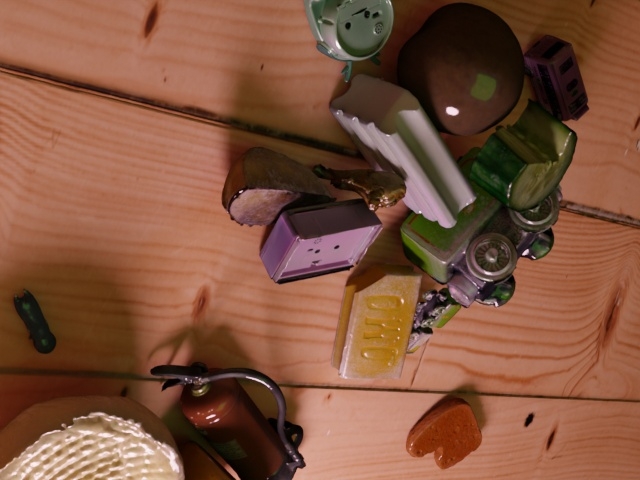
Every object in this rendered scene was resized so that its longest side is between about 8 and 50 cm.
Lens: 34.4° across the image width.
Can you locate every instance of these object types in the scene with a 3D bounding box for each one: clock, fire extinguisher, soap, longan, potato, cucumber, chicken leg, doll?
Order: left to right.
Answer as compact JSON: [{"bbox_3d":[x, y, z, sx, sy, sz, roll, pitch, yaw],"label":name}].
[{"bbox_3d":[-0.459,0.131,1.661,0.037,0.027,0.125,-32,124,-24],"label":"doll"},{"bbox_3d":[-0.141,0.324,1.924,0.200,0.113,0.376,-27,129,7],"label":"fire extinguisher"},{"bbox_3d":[-0.102,-0.095,1.809,0.120,0.100,0.261,-33,160,29],"label":"potato"},{"bbox_3d":[0.001,0.000,1.886,0.193,0.073,0.144,-10,147,-35],"label":"clock"},{"bbox_3d":[0.061,-0.382,1.797,0.159,0.066,0.211,-32,128,-21],"label":"clock"},{"bbox_3d":[0.067,-0.102,1.874,0.093,0.178,0.070,-63,169,-50],"label":"chicken leg"},{"bbox_3d":[0.112,0.162,2.072,0.140,0.073,0.232,3,110,-22],"label":"soap"},{"bbox_3d":[0.156,-0.164,1.902,0.095,0.173,0.289,-48,132,-10],"label":"soap"},{"bbox_3d":[0.254,-0.315,1.881,0.248,0.248,0.248,-17,121,-31],"label":"longan"},{"bbox_3d":[0.363,-0.147,1.904,0.191,0.130,0.191,-37,150,-26],"label":"cucumber"}]

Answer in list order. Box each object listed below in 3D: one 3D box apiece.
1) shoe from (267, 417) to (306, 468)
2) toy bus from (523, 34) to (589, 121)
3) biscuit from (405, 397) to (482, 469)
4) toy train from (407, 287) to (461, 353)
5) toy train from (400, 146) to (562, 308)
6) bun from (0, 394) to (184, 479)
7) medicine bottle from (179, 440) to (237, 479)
[{"bbox_3d":[-0.060,0.397,2.082,0.053,0.062,0.159,-46,132,-29],"label":"shoe"},{"bbox_3d":[0.489,-0.328,2.137,0.087,0.098,0.178,-43,131,-15],"label":"toy bus"},{"bbox_3d":[0.284,0.460,2.397,0.186,0.036,0.192,-37,130,-15],"label":"biscuit"},{"bbox_3d":[0.213,0.167,2.132,0.081,0.060,0.202,2,142,-35],"label":"toy train"},{"bbox_3d":[0.323,-0.029,2.047,0.307,0.249,0.173,-47,160,-11],"label":"toy train"},{"bbox_3d":[-0.414,0.398,1.705,0.364,0.202,0.364,-13,118,-25],"label":"bun"},{"bbox_3d":[-0.232,0.526,1.883,0.232,0.238,0.238,-45,131,-12],"label":"medicine bottle"}]
